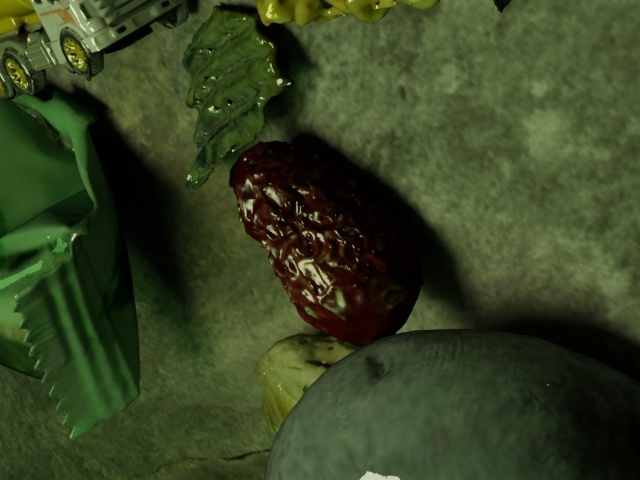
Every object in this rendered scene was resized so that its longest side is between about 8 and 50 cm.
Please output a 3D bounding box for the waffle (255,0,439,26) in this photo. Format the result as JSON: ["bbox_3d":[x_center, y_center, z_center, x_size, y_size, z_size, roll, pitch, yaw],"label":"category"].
[{"bbox_3d":[-0.025,-0.237,1.111,0.261,0.056,0.250,-2,124,58],"label":"waffle"}]

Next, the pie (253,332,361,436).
[{"bbox_3d":[0.071,0.210,1.526,0.337,0.075,0.337,34,149,24],"label":"pie"}]

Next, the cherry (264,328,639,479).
[{"bbox_3d":[0.097,0.175,1.280,0.255,0.218,0.296,48,130,-11],"label":"cherry"}]

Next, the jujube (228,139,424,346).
[{"bbox_3d":[0.002,-0.002,1.329,0.166,0.104,0.104,46,153,7],"label":"jujube"}]

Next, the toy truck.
[{"bbox_3d":[-0.195,-0.176,1.386,0.227,0.098,0.114,-4,117,58],"label":"toy truck"}]

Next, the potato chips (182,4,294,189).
[{"bbox_3d":[-0.071,-0.104,1.366,0.092,0.028,0.207,68,155,10],"label":"potato chips"}]

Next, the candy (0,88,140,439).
[{"bbox_3d":[-0.289,-0.039,1.634,0.398,0.172,0.263,43,157,31],"label":"candy"}]

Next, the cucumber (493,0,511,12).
[{"bbox_3d":[0.070,-0.229,0.981,0.220,0.070,0.046,59,-171,-22],"label":"cucumber"}]
